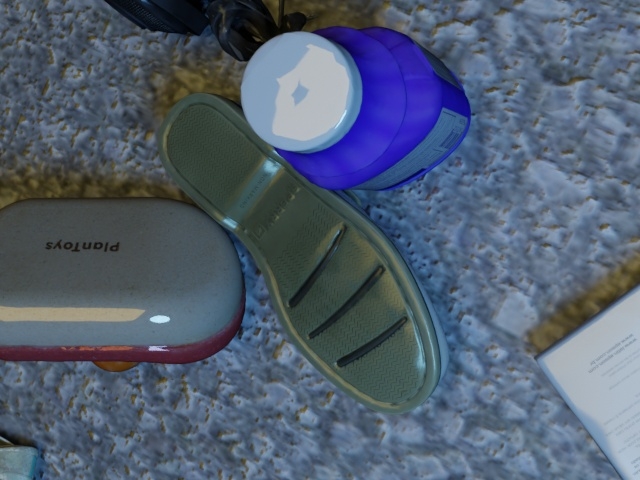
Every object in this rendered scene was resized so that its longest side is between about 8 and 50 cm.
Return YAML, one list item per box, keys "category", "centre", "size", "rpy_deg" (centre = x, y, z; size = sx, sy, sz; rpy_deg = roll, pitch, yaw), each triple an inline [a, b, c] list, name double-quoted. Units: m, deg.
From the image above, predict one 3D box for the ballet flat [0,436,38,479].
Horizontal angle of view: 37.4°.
- category: "ballet flat"
  centre: [-0.344, 0.206, 0.912]
  size: [0.168, 0.057, 0.052]
  rpy_deg: [8, 63, 17]

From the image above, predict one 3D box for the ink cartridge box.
- category: "ink cartridge box"
  centre: [0.307, 0.109, 0.665]
  size: [0.223, 0.045, 0.224]
  rpy_deg: [-39, 76, 15]

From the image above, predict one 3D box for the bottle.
- category: "bottle"
  centre: [0.028, -0.089, 0.651]
  size: [0.118, 0.283, 0.092]
  rpy_deg: [-35, 82, 17]

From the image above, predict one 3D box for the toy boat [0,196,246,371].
- category: "toy boat"
  centre: [-0.179, 0.056, 0.809]
  size: [0.231, 0.151, 0.151]
  rpy_deg: [1, 48, 1]

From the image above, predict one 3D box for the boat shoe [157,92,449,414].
- category: "boat shoe"
  centre: [0.000, 0.000, 0.754]
  size: [0.113, 0.103, 0.302]
  rpy_deg: [-43, 75, 19]

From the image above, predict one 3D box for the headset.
- category: "headset"
  centre: [-0.103, -0.272, 0.762]
  size: [0.243, 0.185, 0.394]
  rpy_deg: [-35, 65, 16]
